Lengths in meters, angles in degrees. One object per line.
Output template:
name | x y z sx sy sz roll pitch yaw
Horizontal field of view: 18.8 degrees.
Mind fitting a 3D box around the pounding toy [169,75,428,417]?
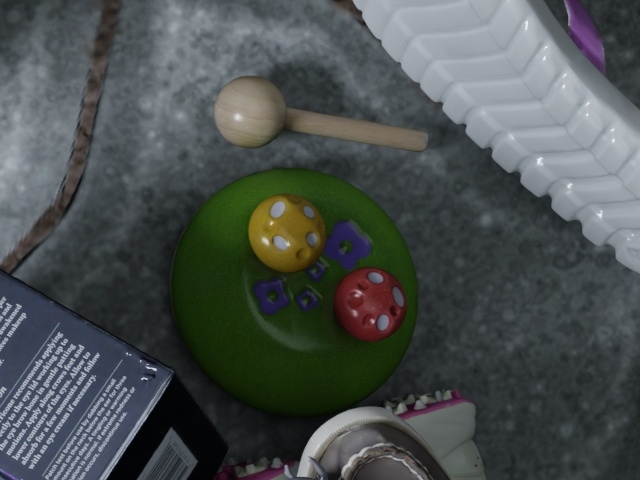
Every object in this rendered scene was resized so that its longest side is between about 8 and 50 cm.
pounding toy | 0.000 0.000 1.351 0.183 0.110 0.236 12 73 -15

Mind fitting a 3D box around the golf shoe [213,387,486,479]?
golf shoe | -0.015 0.205 1.339 0.306 0.115 0.140 -18 93 -18

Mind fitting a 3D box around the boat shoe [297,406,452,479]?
boat shoe | 0.068 0.259 1.293 0.117 0.097 0.324 -21 119 -11

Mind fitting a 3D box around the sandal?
sandal | 0.153 -0.141 1.411 0.416 0.169 0.102 49 60 -11

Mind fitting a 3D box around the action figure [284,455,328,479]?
action figure | -0.001 0.276 1.210 0.099 0.185 0.285 -5 92 -27

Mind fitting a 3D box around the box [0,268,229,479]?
box | -0.182 0.104 1.231 0.207 0.153 0.108 27 74 22
